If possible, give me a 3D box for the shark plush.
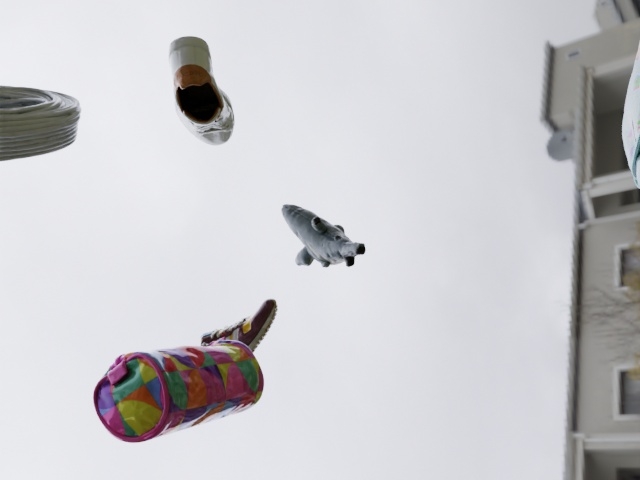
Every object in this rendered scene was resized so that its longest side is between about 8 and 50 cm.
[{"bbox_3d":[0.000,0.000,0.925,0.073,0.161,0.067,-33,-66,-4],"label":"shark plush"}]

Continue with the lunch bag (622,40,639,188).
[{"bbox_3d":[0.570,-0.230,1.302,0.224,0.108,0.279,-75,-15,-48],"label":"lunch bag"}]

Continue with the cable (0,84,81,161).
[{"bbox_3d":[-0.548,-0.207,1.396,0.257,0.257,0.089,-1,-68,-17],"label":"cable"}]

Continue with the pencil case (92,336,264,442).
[{"bbox_3d":[-0.154,0.166,0.921,0.236,0.104,0.104,9,-108,-70],"label":"pencil case"}]

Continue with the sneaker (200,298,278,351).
[{"bbox_3d":[-0.142,0.156,1.264,0.084,0.185,0.069,35,-179,3],"label":"sneaker"}]

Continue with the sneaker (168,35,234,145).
[{"bbox_3d":[-0.222,-0.236,1.481,0.290,0.106,0.123,75,-176,-64],"label":"sneaker"}]
